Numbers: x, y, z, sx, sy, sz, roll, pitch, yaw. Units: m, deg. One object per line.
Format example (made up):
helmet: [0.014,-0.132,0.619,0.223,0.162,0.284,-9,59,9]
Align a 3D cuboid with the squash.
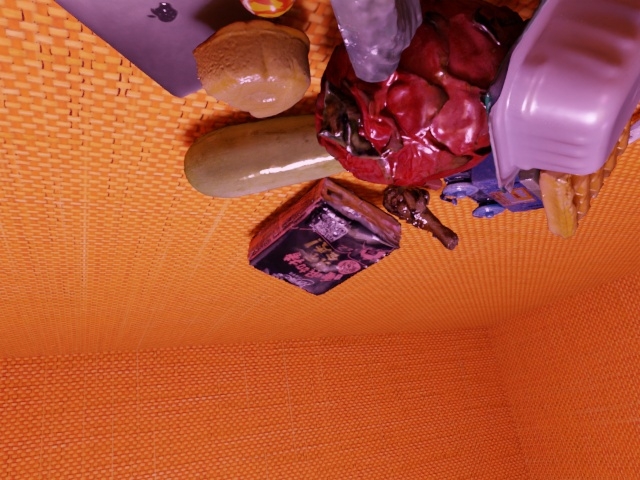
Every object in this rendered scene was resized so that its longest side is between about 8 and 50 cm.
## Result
squash: [-0.045,-0.150,0.786,0.371,0.118,0.118,-11,158,8]

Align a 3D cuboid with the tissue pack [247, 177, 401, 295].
tissue pack: [0.000,0.000,1.147,0.245,0.123,0.332,28,140,-24]

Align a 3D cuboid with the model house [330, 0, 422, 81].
model house: [0.139,-0.316,0.371,0.325,0.194,0.267,-17,157,11]

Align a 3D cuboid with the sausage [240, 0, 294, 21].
sausage: [-0.072,-0.308,0.453,0.083,0.083,0.264,-12,159,7]

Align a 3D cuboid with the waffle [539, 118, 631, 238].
waffle: [0.483,-0.152,0.871,0.055,0.248,0.221,30,170,38]

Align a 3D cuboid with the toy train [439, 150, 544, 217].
toy train: [0.366,-0.131,0.962,0.202,0.131,0.300,-9,166,37]

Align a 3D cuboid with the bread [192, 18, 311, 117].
bread: [-0.071,-0.215,0.601,0.125,0.086,0.156,-11,175,19]

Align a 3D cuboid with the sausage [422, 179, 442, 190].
sausage: [0.214,-0.134,1.052,0.147,0.035,0.030,5,-179,-37]

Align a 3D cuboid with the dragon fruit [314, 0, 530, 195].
dragon fruit: [0.133,-0.186,0.611,0.299,0.244,0.244,-25,156,6]

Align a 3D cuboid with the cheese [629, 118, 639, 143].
cheese: [0.678,-0.254,0.889,0.163,0.070,0.249,-7,158,-2]

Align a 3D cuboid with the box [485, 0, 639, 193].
box: [0.317,-0.214,0.532,0.106,0.336,0.264,29,177,30]

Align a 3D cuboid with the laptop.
laptop: [-0.184,-0.273,0.567,0.188,0.015,0.269,-17,157,20]

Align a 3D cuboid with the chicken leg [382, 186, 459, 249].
chicken leg: [0.227,-0.059,1.082,0.080,0.196,0.125,-50,147,-7]
